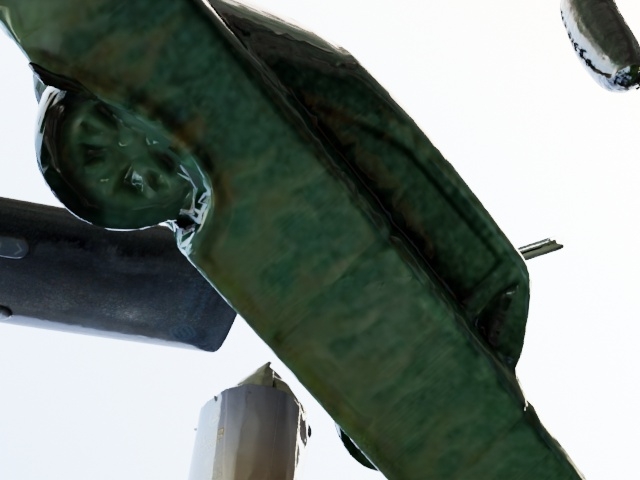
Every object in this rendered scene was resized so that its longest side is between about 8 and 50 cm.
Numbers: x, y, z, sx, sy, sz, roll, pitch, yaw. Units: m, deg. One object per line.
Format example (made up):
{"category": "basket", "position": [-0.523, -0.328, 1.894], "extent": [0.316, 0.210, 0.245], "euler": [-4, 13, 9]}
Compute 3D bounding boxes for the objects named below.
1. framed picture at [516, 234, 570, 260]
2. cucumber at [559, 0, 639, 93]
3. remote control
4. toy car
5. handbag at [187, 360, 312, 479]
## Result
{"category": "framed picture", "position": [0.164, 0.032, 1.317], "extent": [0.296, 0.232, 0.019], "euler": [-6, -102, -77]}
{"category": "cucumber", "position": [0.157, -0.124, 0.672], "extent": [0.036, 0.033, 0.184], "euler": [-11, -148, 10]}
{"category": "remote control", "position": [-0.235, 0.010, 0.768], "extent": [0.377, 0.107, 0.044], "euler": [10, -144, -20]}
{"category": "toy car", "position": [0.000, 0.000, 0.394], "extent": [0.321, 0.097, 0.141], "euler": [50, 180, -22]}
{"category": "handbag", "position": [-0.057, 0.191, 0.911], "extent": [0.095, 0.117, 0.173], "euler": [23, -134, -17]}
